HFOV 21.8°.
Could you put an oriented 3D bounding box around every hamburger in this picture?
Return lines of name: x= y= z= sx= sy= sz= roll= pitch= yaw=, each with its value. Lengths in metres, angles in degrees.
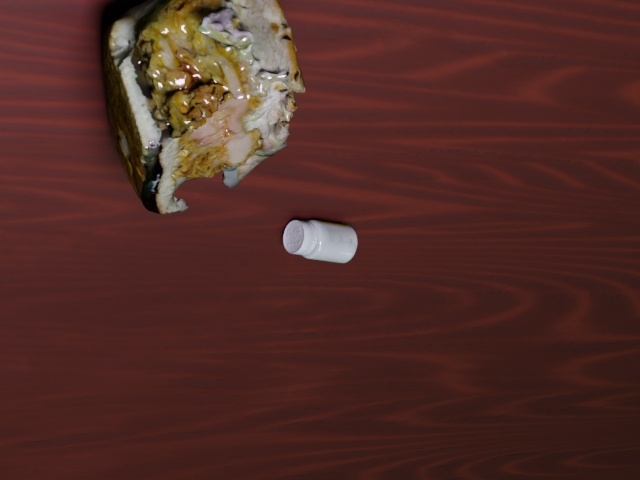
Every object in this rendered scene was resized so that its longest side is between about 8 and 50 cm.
hamburger: x=-0.120 y=-0.158 z=1.616 sx=0.167 sy=0.192 sz=0.288 roll=-14 pitch=166 yaw=-12

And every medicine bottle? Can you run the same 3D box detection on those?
medicine bottle: x=0.000 y=0.000 z=1.973 sx=0.083 sy=0.047 sz=0.047 roll=9 pitch=128 yaw=-39
